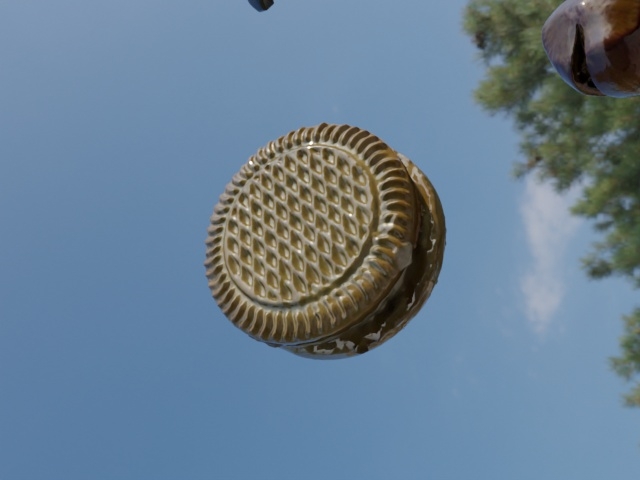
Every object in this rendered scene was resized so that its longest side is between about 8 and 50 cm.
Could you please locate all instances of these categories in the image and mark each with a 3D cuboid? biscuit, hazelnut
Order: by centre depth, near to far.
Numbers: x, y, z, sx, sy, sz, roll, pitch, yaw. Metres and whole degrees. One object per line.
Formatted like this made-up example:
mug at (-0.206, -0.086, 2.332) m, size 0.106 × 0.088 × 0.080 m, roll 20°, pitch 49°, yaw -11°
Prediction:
biscuit at (0.000, 0.000, 0.825) m, size 0.079 × 0.259 × 0.259 m, roll 38°, pitch -113°, yaw -54°
hazelnut at (0.550, -0.382, 1.550) m, size 0.217 × 0.251 × 0.217 m, roll -12°, pitch -63°, yaw -25°

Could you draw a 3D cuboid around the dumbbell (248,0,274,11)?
dumbbell at (-0.058, -0.333, 1.043) m, size 0.083 × 0.036 × 0.040 m, roll -46°, pitch -35°, yaw -14°
